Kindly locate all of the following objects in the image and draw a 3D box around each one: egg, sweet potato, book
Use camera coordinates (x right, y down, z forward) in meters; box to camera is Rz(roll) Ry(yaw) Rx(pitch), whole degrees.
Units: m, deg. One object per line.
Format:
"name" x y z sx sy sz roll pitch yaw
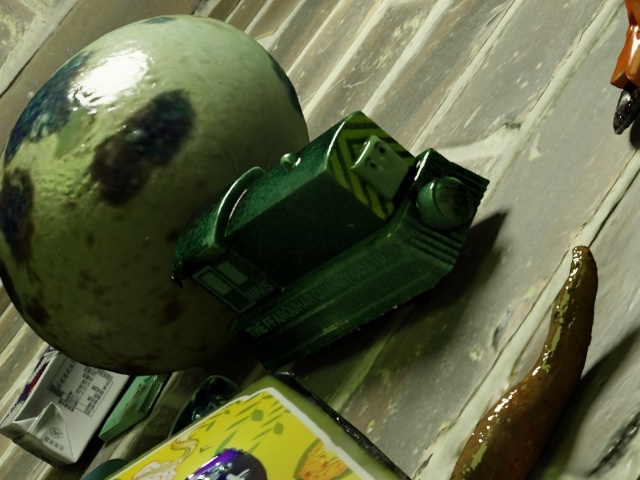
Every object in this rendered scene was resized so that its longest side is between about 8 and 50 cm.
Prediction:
"egg" -0.175 -0.057 1.817 0.345 0.345 0.428 -25 34 56
"sweet potato" 0.151 0.098 1.145 0.214 0.050 0.050 -58 18 -18
"book" -0.213 0.173 2.008 0.103 0.017 0.135 -34 22 45

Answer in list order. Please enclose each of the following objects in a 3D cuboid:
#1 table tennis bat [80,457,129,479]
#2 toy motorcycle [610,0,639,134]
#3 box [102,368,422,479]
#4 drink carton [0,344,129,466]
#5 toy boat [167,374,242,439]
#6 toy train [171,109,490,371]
"table tennis bat" -0.276 0.351 1.752 0.215 0.044 0.329 -43 16 22
"toy motorcycle" 0.313 -0.250 1.339 0.221 0.147 0.326 112 -178 -64
"box" -0.125 0.277 1.118 0.420 0.138 0.373 -31 13 -9
"drink carton" -0.300 0.169 2.073 0.222 0.102 0.134 -60 14 -19
"toy boat" -0.116 0.189 1.640 0.137 0.060 0.061 -60 -3 -41
"toy train" 0.000 0.000 1.541 0.330 0.178 0.138 -33 23 49
